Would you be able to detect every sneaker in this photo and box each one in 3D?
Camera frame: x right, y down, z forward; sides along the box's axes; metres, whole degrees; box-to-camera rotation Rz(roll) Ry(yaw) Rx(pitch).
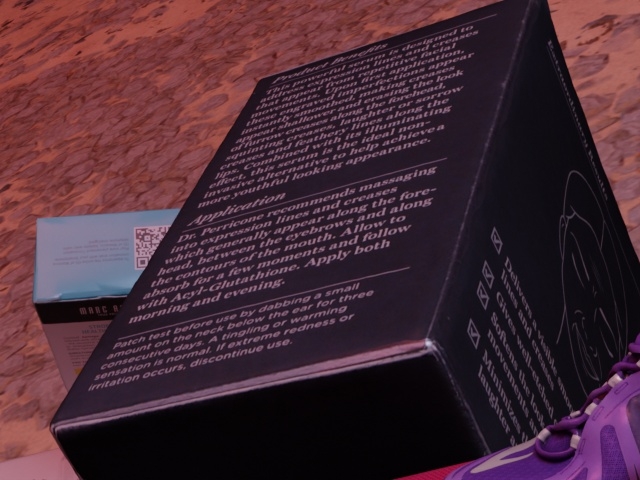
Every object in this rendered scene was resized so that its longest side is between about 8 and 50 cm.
[{"bbox_3d":[0.114,0.060,0.533,0.170,0.071,0.068,-25,23,3],"label":"sneaker"}]

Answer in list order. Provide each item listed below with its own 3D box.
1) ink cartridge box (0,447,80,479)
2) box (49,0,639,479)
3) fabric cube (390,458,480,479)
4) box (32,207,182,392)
[{"bbox_3d":[-0.143,0.230,1.004,0.283,0.117,0.207,-16,26,20],"label":"ink cartridge box"},{"bbox_3d":[0.060,0.081,0.888,0.212,0.293,0.395,-14,26,24],"label":"box"},{"bbox_3d":[0.094,0.249,0.569,0.258,0.254,0.259,-17,25,21],"label":"fabric cube"},{"bbox_3d":[-0.123,0.066,1.006,0.100,0.244,0.060,-4,61,-2],"label":"box"}]
